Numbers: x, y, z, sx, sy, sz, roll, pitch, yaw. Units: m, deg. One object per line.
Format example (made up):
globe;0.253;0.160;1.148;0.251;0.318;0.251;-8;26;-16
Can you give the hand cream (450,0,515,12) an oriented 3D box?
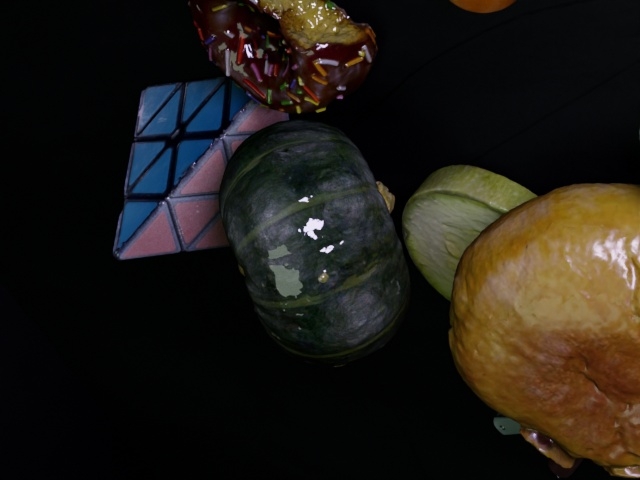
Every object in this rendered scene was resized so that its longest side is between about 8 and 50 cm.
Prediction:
hand cream;0.151;-0.275;0.817;0.314;0.139;0.089;85;175;-76

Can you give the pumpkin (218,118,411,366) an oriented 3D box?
pumpkin;0.000;0.000;1.319;0.300;0.207;0.300;159;90;-85

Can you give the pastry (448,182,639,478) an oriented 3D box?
pastry;0.298;0.098;1.113;0.356;0.164;0.356;18;138;18

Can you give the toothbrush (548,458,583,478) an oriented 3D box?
toothbrush;0.351;0.225;1.405;0.041;0.041;0.364;34;152;16

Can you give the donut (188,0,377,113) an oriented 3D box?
donut;-0.057;-0.236;1.213;0.216;0.096;0.230;0;132;53

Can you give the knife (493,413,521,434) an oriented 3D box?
knife;0.291;0.246;1.530;0.044;0.023;0.162;45;153;-9

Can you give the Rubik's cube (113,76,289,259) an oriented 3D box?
Rubik's cube;-0.146;-0.102;1.473;0.228;0.228;0.233;-2;-174;4

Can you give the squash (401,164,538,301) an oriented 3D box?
squash;0.208;0.024;1.290;0.252;0.049;0.252;31;150;20
